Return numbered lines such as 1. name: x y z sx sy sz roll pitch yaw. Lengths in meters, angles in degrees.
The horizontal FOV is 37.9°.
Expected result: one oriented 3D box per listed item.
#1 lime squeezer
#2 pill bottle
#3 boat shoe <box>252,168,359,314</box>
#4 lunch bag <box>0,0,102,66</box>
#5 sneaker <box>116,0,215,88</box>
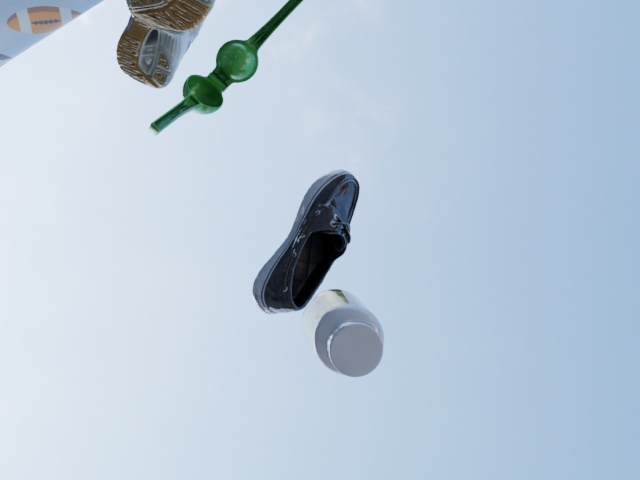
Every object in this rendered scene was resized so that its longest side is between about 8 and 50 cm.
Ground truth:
1. lime squeezer: -0.123 -0.226 1.196 0.059 0.110 0.310 38 -115 9
2. pill bottle: 0.022 0.085 0.851 0.065 0.116 0.065 -1 -82 -9
3. boat shoe: 0.000 0.000 1.180 0.076 0.228 0.080 5 -42 43
4. lunch bag: -0.360 -0.291 0.645 0.328 0.385 0.239 -25 -121 30
5. sneaker: -0.056 -0.094 0.355 0.032 0.037 0.083 30 -32 -13
